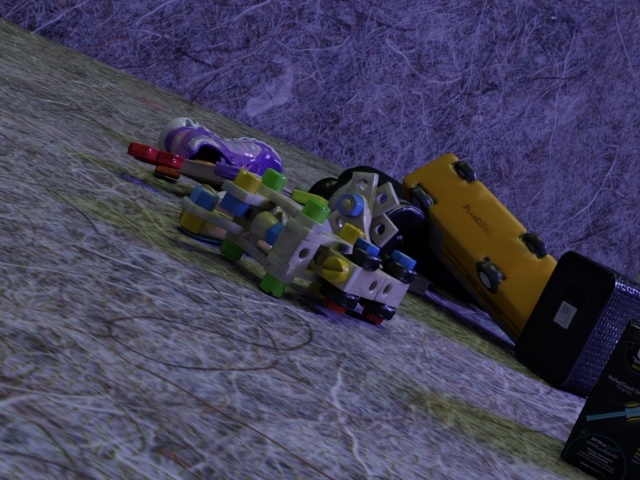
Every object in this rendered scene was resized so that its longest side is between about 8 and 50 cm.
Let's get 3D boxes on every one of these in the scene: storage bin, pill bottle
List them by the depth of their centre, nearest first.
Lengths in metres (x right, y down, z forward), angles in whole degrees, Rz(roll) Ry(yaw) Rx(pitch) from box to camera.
[{"bbox_3d":[0.376,0.121,1.597,0.084,0.180,0.122,20,10,-32],"label":"storage bin"},{"bbox_3d":[0.069,-0.031,1.816,0.123,0.123,0.219,20,6,-38],"label":"pill bottle"}]

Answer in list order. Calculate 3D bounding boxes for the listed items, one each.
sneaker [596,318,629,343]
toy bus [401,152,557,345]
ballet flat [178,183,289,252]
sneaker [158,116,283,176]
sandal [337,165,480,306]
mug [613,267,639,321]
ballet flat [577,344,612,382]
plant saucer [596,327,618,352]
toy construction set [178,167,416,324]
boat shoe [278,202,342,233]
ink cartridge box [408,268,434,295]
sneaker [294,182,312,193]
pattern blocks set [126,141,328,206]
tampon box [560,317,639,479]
[{"bbox_3d":[0.425,0.120,1.986,0.290,0.123,0.106,25,9,-1],"label":"sneaker"},{"bbox_3d":[0.263,0.014,1.763,0.333,0.108,0.130,51,-17,31],"label":"toy bus"},{"bbox_3d":[-0.083,-0.019,1.451,0.080,0.073,0.232,31,9,39],"label":"ballet flat"},{"bbox_3d":[-0.164,-0.135,1.934,0.236,0.095,0.104,15,19,-33],"label":"sneaker"},{"bbox_3d":[0.180,0.006,1.961,0.446,0.167,0.107,26,33,35],"label":"sandal"},{"bbox_3d":[0.740,0.149,2.037,0.276,0.328,0.374,18,11,-43],"label":"mug"},{"bbox_3d":[0.424,0.180,1.816,0.079,0.077,0.221,43,3,-32],"label":"ballet flat"},{"bbox_3d":[0.524,0.222,1.855,0.195,0.037,0.195,34,14,-10],"label":"plant saucer"},{"bbox_3d":[0.000,0.000,1.376,0.215,0.151,0.327,32,21,30],"label":"toy construction set"},{"bbox_3d":[-0.024,-0.009,1.584,0.219,0.070,0.078,19,9,-38],"label":"boat shoe"},{"bbox_3d":[0.144,0.063,1.801,0.048,0.028,0.083,20,9,-27],"label":"ink cartridge box"},{"bbox_3d":[0.020,-0.090,2.222,0.071,0.083,0.190,17,11,-42],"label":"sneaker"},{"bbox_3d":[-0.125,-0.088,1.676,0.285,0.026,0.325,14,-4,11],"label":"pattern blocks set"},{"bbox_3d":[0.348,0.181,1.180,0.120,0.161,0.101,28,8,15],"label":"tampon box"}]
